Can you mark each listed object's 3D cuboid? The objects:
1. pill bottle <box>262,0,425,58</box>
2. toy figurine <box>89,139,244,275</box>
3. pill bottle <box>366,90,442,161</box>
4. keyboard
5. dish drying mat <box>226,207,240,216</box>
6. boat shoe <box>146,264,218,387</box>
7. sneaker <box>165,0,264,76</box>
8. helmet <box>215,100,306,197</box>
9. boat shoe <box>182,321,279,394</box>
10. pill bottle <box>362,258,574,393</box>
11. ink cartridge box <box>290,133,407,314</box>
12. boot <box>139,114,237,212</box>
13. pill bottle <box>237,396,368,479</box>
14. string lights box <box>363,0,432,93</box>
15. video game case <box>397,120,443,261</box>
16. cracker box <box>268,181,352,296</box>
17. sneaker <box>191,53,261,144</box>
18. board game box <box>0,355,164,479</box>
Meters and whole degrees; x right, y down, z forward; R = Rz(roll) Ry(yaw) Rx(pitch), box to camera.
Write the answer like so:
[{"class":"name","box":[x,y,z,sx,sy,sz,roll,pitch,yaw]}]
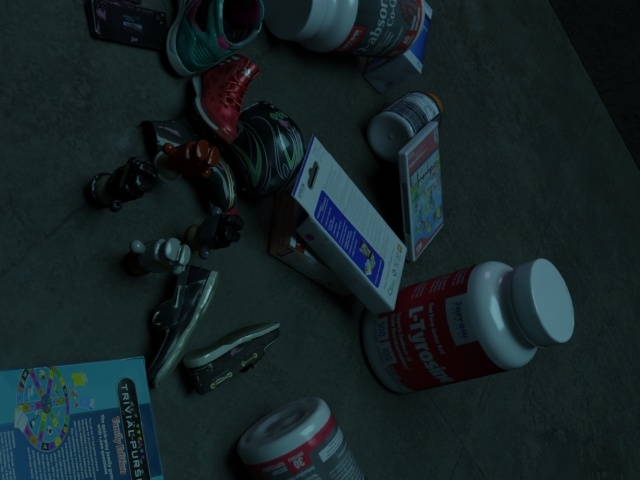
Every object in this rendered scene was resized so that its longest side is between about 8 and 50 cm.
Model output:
[{"class":"pill bottle","box":[0.054,-0.534,2.032,0.363,0.210,0.210,-7,79,-44]},{"class":"toy figurine","box":[-0.257,-0.051,1.477,0.213,0.148,0.209,-31,104,-45]},{"class":"pill bottle","box":[0.223,-0.296,2.203,0.246,0.130,0.130,-41,106,-51]},{"class":"keyboard","box":[-0.357,-0.413,1.636,0.180,0.023,0.108,-1,80,-52]},{"class":"dish drying mat","box":[-0.181,-0.068,1.697,0.083,0.008,0.032,58,38,-13]},{"class":"boat shoe","box":[-0.247,0.140,1.480,0.079,0.084,0.233,21,56,0]},{"class":"sneaker","box":[-0.195,-0.464,1.712,0.124,0.178,0.295,43,42,-49]},{"class":"helmet","box":[-0.108,-0.170,1.724,0.161,0.169,0.169,55,36,10]},{"class":"boat shoe","box":[-0.149,0.203,1.554,0.228,0.081,0.068,-21,98,-50]},{"class":"pill bottle","box":[0.308,0.176,1.852,0.229,0.408,0.229,26,54,-42]},{"class":"ink cartridge box","box":[0.049,-0.026,1.791,0.371,0.069,0.176,50,40,-34]},{"class":"boot","box":[-0.245,-0.135,1.609,0.137,0.077,0.198,-11,69,-48]},{"class":"pill bottle","box":[0.001,0.450,1.535,0.176,0.176,0.318,-38,103,-52]},{"class":"string lights box","box":[0.203,-0.512,2.279,0.077,0.133,0.259,41,45,-31]},{"class":"video game case","box":[0.245,-0.119,2.129,0.204,0.025,0.285,-45,136,-49]},{"class":"cracker box","box":[0.000,0.000,1.839,0.232,0.067,0.156,32,51,-38]},{"class":"sneaker","box":[-0.169,-0.281,1.651,0.087,0.128,0.221,40,18,-44]},{"class":"board game box","box":[-0.379,0.303,1.217,0.336,0.079,0.254,3,71,-51]}]
